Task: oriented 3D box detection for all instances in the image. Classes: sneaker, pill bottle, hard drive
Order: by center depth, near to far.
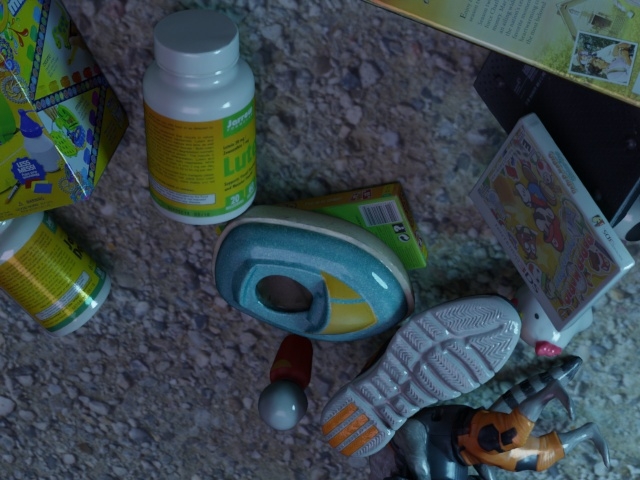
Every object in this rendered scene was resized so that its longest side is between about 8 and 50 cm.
[{"bbox_3d":[0.288,-0.150,1.855,0.254,0.054,0.172,53,138,28],"label":"hard drive"},{"bbox_3d":[-0.147,-0.152,2.006,0.136,0.136,0.245,8,130,9],"label":"pill bottle"},{"bbox_3d":[0.139,0.147,2.159,0.321,0.180,0.124,-36,95,26],"label":"sneaker"},{"bbox_3d":[-0.393,0.024,2.231,0.117,0.117,0.208,-28,117,32],"label":"pill bottle"}]

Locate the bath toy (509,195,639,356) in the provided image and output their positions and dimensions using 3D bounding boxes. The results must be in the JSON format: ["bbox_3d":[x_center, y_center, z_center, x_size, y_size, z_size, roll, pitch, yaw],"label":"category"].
[{"bbox_3d":[0.320,0.012,2.021,0.151,0.129,0.348,23,131,0],"label":"bath toy"}]

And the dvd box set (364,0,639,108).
[{"bbox_3d":[0.282,-0.317,1.702,0.420,0.062,0.307,20,95,-2],"label":"dvd box set"}]

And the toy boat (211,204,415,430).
[{"bbox_3d":[-0.021,0.105,2.135,0.267,0.148,0.318,14,134,1],"label":"toy boat"}]

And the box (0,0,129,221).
[{"bbox_3d":[-0.445,-0.177,2.042,0.290,0.177,0.279,-13,123,24],"label":"box"}]

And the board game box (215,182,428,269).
[{"bbox_3d":[0.000,0.000,2.158,0.259,0.039,0.124,-11,127,19],"label":"board game box"}]

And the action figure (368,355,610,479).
[{"bbox_3d":[0.224,0.282,2.268,0.330,0.178,0.341,-13,162,19],"label":"action figure"}]

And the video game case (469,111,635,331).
[{"bbox_3d":[0.262,-0.016,1.903,0.206,0.026,0.227,58,160,13],"label":"video game case"}]
